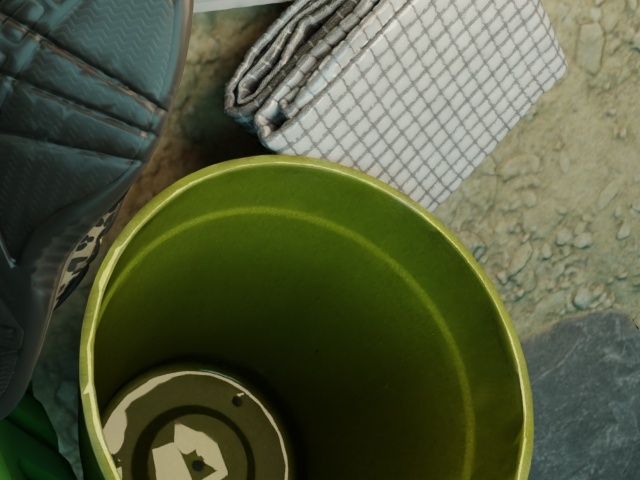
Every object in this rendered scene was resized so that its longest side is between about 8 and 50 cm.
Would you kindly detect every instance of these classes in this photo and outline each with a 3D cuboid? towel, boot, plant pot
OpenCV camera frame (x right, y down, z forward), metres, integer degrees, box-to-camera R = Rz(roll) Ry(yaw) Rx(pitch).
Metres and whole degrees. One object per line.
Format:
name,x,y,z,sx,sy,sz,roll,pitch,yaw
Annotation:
towel,0.073,-0.159,0.844,0.284,0.121,0.235,-47,139,1
boot,-0.196,-0.080,0.681,0.138,0.284,0.377,21,113,-12
plant pot,-0.062,0.169,0.816,0.366,0.366,0.353,2,154,-25

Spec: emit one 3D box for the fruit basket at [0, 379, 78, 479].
fruit basket,-0.395,0.189,0.698,0.283,0.392,0.392,-47,123,4

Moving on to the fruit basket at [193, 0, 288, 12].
fruit basket,-0.097,-0.333,0.694,0.353,0.165,0.327,-11,120,-23
